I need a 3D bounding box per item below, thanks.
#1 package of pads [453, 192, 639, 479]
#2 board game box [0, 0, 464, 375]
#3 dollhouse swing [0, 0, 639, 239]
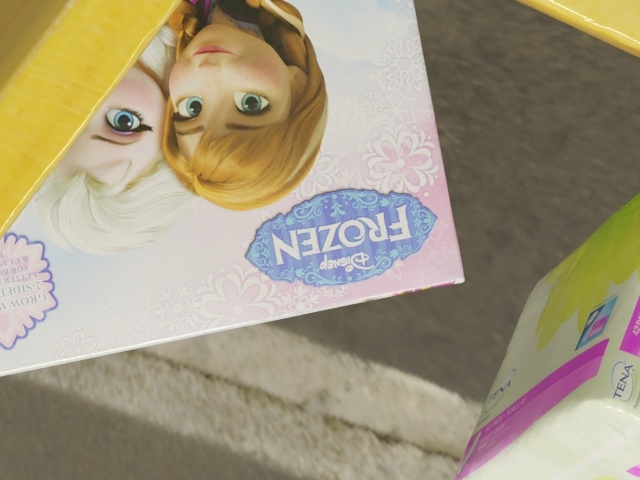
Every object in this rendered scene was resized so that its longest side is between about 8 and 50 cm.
[{"bbox_3d":[0.224,0.094,1.412,0.101,0.296,0.229,29,61,-6],"label":"package of pads"},{"bbox_3d":[-0.099,-0.100,1.044,0.318,0.066,0.318,-12,93,-10],"label":"board game box"},{"bbox_3d":[-0.001,-0.083,0.711,0.315,0.347,0.305,21,95,-22],"label":"dollhouse swing"}]
